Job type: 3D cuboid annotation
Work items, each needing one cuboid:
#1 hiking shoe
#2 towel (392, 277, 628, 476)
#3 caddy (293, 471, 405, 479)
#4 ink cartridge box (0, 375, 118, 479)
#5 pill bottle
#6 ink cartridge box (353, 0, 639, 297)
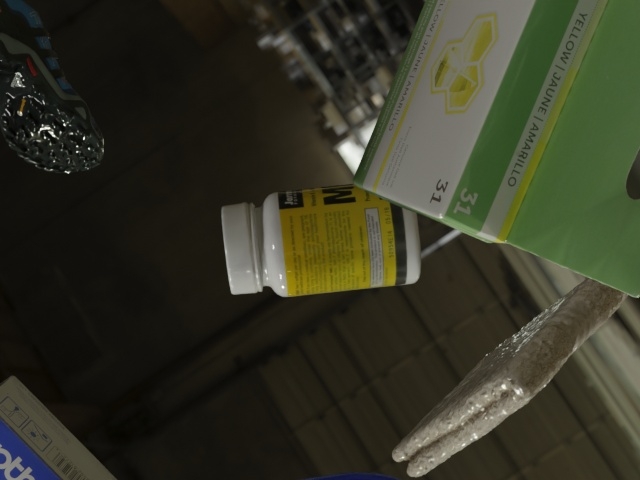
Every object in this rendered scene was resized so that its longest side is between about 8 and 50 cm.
[{"bbox_3d":[-0.329,-0.197,1.489,0.304,0.113,0.132,59,-150,-51],"label":"hiking shoe"},{"bbox_3d":[0.188,0.138,1.304,0.049,0.187,0.282,46,148,5],"label":"towel"},{"bbox_3d":[-0.027,0.324,1.024,0.179,0.341,0.241,117,144,-56],"label":"caddy"},{"bbox_3d":[-0.125,0.179,0.670,0.207,0.097,0.046,46,-167,-3],"label":"ink cartridge box"},{"bbox_3d":[0.000,0.000,1.430,0.119,0.208,0.119,174,90,-88],"label":"pill bottle"},{"bbox_3d":[0.117,-0.080,0.713,0.056,0.171,0.235,21,-177,-26],"label":"ink cartridge box"}]
